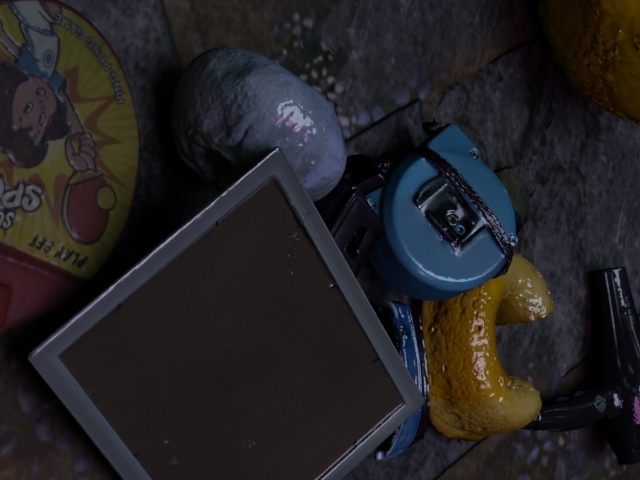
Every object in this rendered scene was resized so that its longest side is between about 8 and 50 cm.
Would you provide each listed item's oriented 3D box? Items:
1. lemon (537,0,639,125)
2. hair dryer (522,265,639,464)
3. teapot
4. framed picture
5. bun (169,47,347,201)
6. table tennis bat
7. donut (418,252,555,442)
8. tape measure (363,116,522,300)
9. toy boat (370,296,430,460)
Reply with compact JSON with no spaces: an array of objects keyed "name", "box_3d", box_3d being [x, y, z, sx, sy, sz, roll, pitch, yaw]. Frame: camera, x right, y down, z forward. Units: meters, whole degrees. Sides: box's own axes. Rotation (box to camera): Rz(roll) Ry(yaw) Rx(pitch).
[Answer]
[{"name":"lemon","box_3d":[0.343,-0.232,1.565,0.310,0.258,0.258,-19,106,-38]},{"name":"hair dryer","box_3d":[0.240,0.133,1.625,0.219,0.075,0.195,-10,89,-38]},{"name":"teapot","box_3d":[0.000,0.000,1.331,0.087,0.096,0.177,53,55,-34]},{"name":"framed picture","box_3d":[-0.060,0.101,1.256,0.232,0.019,0.296,-40,130,-14]},{"name":"bun","box_3d":[-0.049,-0.074,1.247,0.141,0.141,0.083,52,57,-34]},{"name":"table tennis bat","box_3d":[-0.215,-0.018,1.152,0.200,0.038,0.310,26,70,-43]},{"name":"donut","box_3d":[0.145,0.086,1.505,0.146,0.078,0.181,33,66,-43]},{"name":"tape measure","box_3d":[0.096,-0.016,1.430,0.125,0.081,0.146,-41,95,-27]},{"name":"toy boat","box_3d":[0.056,0.116,1.426,0.061,0.060,0.137,-6,98,-21]}]
